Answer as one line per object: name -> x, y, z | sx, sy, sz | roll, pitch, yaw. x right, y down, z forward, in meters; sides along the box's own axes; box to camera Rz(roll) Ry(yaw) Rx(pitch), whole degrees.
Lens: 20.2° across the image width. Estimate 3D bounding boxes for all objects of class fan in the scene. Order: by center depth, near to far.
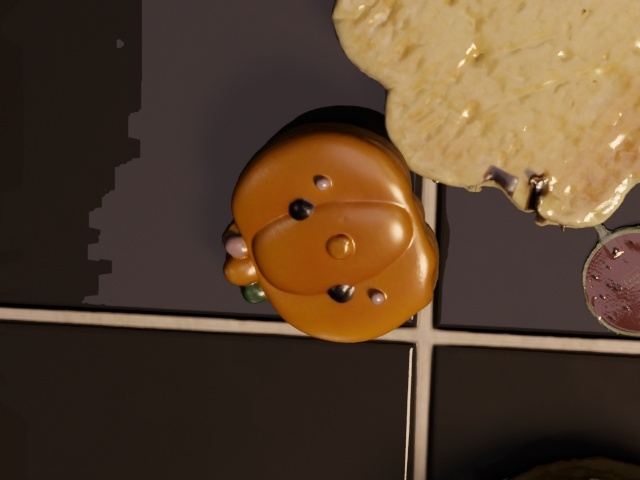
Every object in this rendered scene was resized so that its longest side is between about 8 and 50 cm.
fan -> 0.219, 0.012, 1.313 | 0.085, 0.005, 0.133 | -36, 96, 15

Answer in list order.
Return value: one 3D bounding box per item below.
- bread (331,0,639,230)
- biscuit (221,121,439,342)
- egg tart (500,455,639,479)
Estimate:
bread -> 0.161, -0.163, 1.258 | 0.316, 0.054, 0.316 | 2, 103, 10
biscuit -> -0.001, 0.002, 1.298 | 0.170, 0.050, 0.170 | 6, 117, 12
egg tart -> 0.188, 0.262, 1.279 | 0.252, 0.098, 0.232 | -13, 67, -3
